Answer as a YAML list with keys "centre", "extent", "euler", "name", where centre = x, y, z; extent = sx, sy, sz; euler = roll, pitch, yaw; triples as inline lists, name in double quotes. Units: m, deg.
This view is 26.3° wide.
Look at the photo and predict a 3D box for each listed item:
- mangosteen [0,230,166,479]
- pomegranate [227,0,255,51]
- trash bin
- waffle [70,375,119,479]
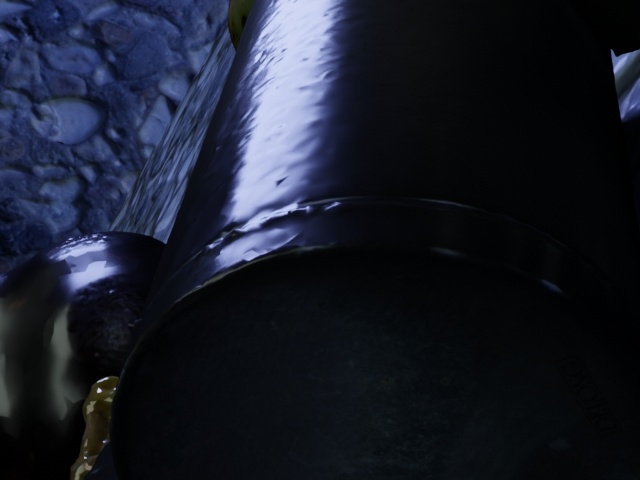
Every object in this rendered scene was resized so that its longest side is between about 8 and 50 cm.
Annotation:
- centre: [-0.187, 0.125, 1.064]
  extent: [0.287, 0.288, 0.233]
  euler: [-58, -12, 22]
  name: "mangosteen"
- centre: [-0.018, -0.229, 1.175]
  extent: [0.214, 0.248, 0.214]
  euler: [-63, 7, 13]
  name: "pomegranate"
- centre: [0.037, -0.004, 0.603]
  extent: [0.252, 0.203, 0.301]
  euler: [-25, 29, 23]
  name: "trash bin"
- centre: [-0.089, 0.221, 0.728]
  extent: [0.261, 0.151, 0.324]
  euler: [-14, 49, 55]
  name: "waffle"
